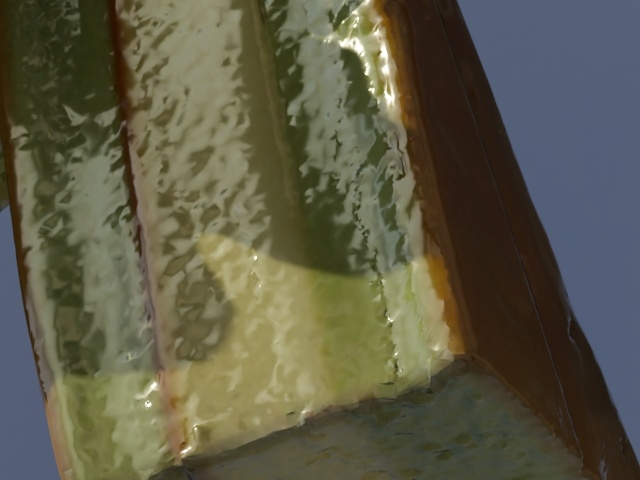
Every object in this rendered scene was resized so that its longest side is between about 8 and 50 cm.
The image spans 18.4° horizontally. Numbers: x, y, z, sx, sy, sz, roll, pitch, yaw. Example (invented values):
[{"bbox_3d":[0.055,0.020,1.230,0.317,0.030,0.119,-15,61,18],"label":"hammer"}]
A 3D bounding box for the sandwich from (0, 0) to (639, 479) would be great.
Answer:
[{"bbox_3d":[0.000,0.000,0.523,0.144,0.117,0.187,43,-149,-57],"label":"sandwich"}]

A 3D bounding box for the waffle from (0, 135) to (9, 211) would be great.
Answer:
[{"bbox_3d":[-0.152,-0.055,0.599,0.073,0.317,0.297,49,-148,19],"label":"waffle"}]
